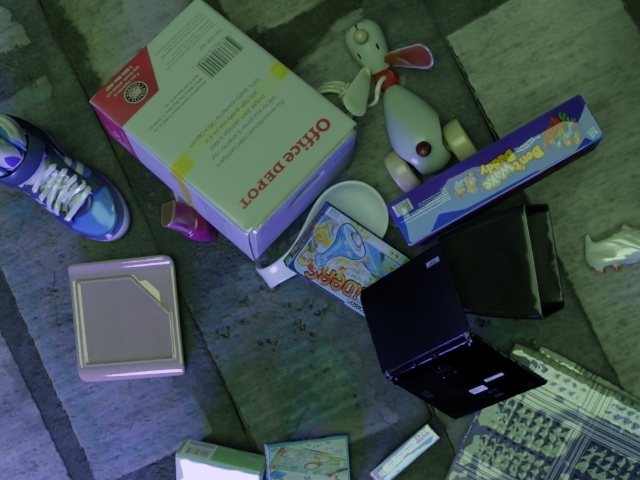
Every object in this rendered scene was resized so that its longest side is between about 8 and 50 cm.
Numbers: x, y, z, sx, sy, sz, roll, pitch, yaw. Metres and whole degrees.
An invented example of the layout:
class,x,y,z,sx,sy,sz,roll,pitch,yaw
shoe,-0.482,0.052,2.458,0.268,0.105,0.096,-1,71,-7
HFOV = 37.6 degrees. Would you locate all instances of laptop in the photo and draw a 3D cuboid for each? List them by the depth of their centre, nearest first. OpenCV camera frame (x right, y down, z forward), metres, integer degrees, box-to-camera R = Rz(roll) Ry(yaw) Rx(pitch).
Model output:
class,x,y,z,sx,sy,sz,roll,pitch,yaw
laptop,0.219,0.165,1.614,0.264,0.136,0.234,33,141,-18

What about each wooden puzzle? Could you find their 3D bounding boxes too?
class,x,y,z,sx,sy,sz,roll,pitch,yaw
wooden puzzle,-0.377,0.153,1.839,0.221,0.044,0.239,-6,94,12

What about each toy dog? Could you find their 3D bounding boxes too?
class,x,y,z,sx,sy,sz,roll,pitch,yaw
toy dog,0.133,-0.237,1.656,0.333,0.161,0.220,40,98,10

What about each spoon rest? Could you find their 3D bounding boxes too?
class,x,y,z,sx,sy,sz,roll,pitch,yaw
spoon rest,0.000,0.000,1.722,0.276,0.084,0.137,-36,99,13

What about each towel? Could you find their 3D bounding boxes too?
class,x,y,z,sx,sy,sz,roll,pitch,yaw
towel,0.416,0.374,1.660,0.324,0.056,0.312,27,99,9

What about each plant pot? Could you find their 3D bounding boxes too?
class,x,y,z,sx,sy,sz,roll,pitch,yaw
plant pot,0.307,0.044,1.618,0.167,0.187,0.188,-11,88,26

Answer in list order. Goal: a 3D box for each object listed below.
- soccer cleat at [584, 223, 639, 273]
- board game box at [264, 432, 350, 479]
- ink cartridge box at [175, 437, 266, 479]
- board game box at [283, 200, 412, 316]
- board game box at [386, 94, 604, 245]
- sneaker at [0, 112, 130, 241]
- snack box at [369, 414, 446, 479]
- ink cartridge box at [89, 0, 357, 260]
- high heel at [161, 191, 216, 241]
class,x,y,z,sx,sy,sz,roll,pitch,yaw
soccer cleat,0.552,0.003,1.613,0.196,0.068,0.076,-13,84,15
board game box,-0.024,0.416,1.729,0.154,0.026,0.103,-3,89,-15
ink cartridge box,-0.188,0.502,1.791,0.171,0.056,0.235,9,117,13
board game box,0.052,0.039,1.690,0.201,0.035,0.136,32,99,-22
board game box,0.295,-0.109,1.583,0.347,0.233,0.078,-30,84,12
sneaker,-0.527,-0.115,1.767,0.323,0.236,0.130,43,99,9
snack box,0.158,0.376,1.685,0.141,0.100,0.037,-43,81,10
ink cartridge box,-0.166,-0.195,1.675,0.384,0.160,0.279,41,76,13
high heel,-0.235,-0.122,1.805,0.082,0.117,0.244,-17,63,40
